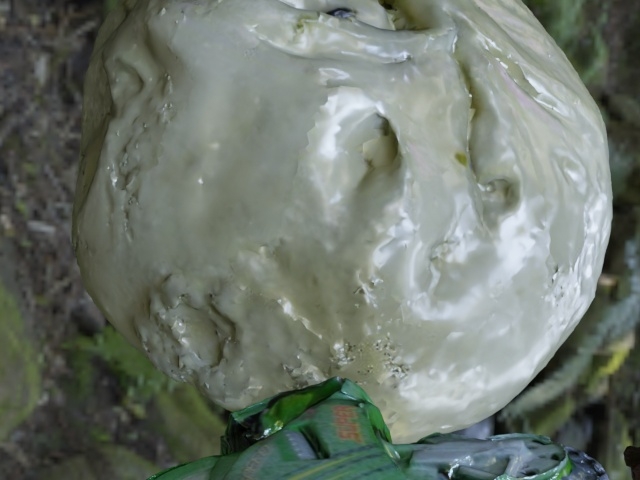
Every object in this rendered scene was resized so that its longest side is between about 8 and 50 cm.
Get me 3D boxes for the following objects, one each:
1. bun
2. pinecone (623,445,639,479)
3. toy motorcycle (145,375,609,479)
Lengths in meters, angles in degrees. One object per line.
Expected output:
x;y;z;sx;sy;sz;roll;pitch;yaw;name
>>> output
0.019;-0.056;0.831;0.234;0.326;0.362;108;-24;-45;bun
0.187;0.062;0.480;0.163;0.165;0.163;-18;90;-81;pinecone
-0.016;0.081;0.344;0.190;0.106;0.074;-20;112;-40;toy motorcycle
